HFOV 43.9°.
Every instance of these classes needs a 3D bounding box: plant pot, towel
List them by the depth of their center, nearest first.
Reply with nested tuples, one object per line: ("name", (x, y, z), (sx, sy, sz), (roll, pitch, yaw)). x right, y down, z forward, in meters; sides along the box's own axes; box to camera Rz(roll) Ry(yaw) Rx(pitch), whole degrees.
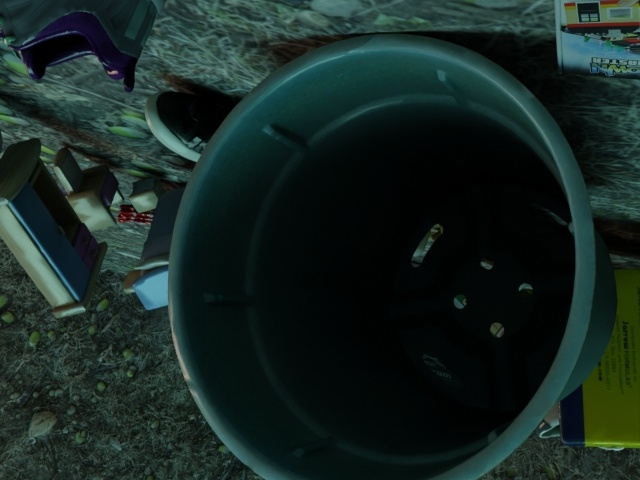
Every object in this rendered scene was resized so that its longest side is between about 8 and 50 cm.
("plant pot", (0.105, 0.037, 0.708), (0.341, 0.341, 0.334), (7, 176, 32))
("towel", (-0.165, -0.027, 1.290), (0.275, 0.031, 0.199), (10, -173, 20))

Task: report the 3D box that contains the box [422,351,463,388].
("box", (0.146, 0.298, 1.766), (0.293, 0.212, 0.395), (16, -155, -19))

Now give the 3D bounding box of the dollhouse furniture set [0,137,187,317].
("dollhouse furniture set", (-0.239, -0.074, 1.064), (0.303, 0.286, 0.198), (-13, 128, 11))

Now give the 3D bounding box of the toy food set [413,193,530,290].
("toy food set", (0.150, 0.004, 1.022), (0.306, 0.092, 0.219), (6, 167, 35))

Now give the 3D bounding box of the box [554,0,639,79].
("box", (0.233, -0.120, 0.420), (0.207, 0.036, 0.114), (9, 169, 20))

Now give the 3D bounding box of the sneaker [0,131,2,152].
("sneaker", (-0.550, -0.142, 0.986), (0.321, 0.125, 0.180), (14, 171, 33))

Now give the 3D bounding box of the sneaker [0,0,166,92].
("sneaker", (-0.225, -0.170, 0.555), (0.223, 0.098, 0.083), (12, 169, 6))

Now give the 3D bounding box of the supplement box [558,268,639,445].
("supplement box", (0.455, 0.140, 0.910), (0.356, 0.195, 0.194), (-2, 165, 16))

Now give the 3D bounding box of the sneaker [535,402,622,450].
("sneaker", (0.407, 0.241, 1.083), (0.258, 0.091, 0.094), (1, 146, 2))

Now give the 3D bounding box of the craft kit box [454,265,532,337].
("craft kit box", (0.310, 0.123, 1.200), (0.246, 0.061, 0.250), (30, -169, -32))

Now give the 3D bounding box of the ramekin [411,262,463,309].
("ramekin", (0.164, 0.127, 1.542), (0.277, 0.135, 0.277), (12, 170, 2))

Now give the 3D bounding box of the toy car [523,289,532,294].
("toy car", (0.456, 0.175, 1.467), (0.188, 0.149, 0.155), (-2, 155, 18))

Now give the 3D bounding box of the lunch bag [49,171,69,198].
("lunch bag", (-0.427, -0.086, 1.380), (0.083, 0.053, 0.071), (5, 172, -7))

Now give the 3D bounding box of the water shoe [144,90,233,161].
("water shoe", (-0.076, -0.114, 0.810), (0.203, 0.073, 0.080), (20, 141, -32))
